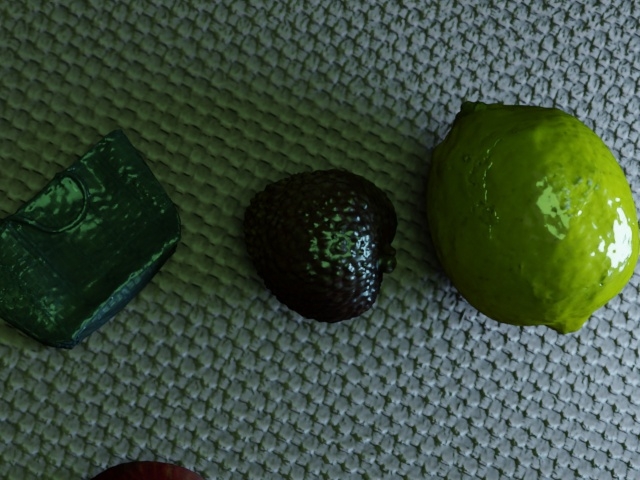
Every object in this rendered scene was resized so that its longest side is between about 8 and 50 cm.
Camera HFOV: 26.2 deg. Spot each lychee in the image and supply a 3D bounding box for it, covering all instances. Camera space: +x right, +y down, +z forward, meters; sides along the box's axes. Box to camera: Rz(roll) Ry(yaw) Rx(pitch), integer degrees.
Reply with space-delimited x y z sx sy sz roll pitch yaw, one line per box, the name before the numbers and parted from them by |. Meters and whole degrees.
lychee | 0.004 0.004 1.641 0.194 0.194 0.194 2 83 -14

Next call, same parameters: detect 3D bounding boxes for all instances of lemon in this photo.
lemon | 0.256 -0.035 1.671 0.253 0.253 0.310 -25 88 -15

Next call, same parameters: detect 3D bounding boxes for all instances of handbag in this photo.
handbag | -0.286 0.008 1.621 0.270 0.088 0.175 -44 88 -15

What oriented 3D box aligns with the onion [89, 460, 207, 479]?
onion | -0.196 0.374 1.569 0.248 0.161 0.248 -1 83 7
